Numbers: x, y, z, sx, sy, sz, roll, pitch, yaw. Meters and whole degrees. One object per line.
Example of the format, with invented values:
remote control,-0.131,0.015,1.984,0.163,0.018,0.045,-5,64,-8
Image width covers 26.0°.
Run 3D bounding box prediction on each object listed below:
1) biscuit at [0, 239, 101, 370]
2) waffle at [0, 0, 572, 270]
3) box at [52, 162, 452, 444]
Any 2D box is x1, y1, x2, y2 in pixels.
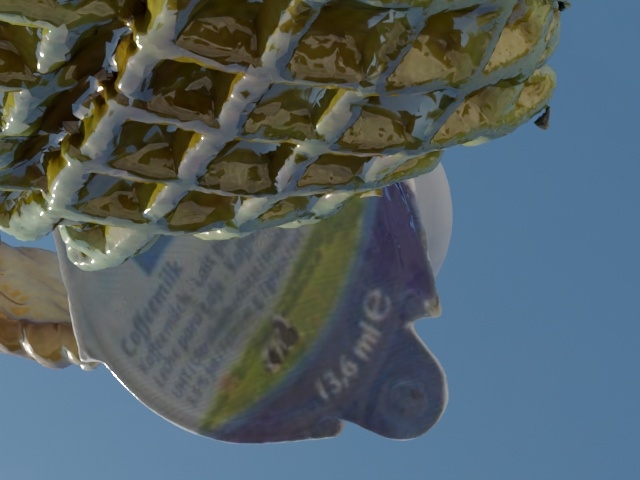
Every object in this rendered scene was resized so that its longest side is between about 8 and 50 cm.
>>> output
biscuit,-0.202,0.055,1.027,0.183,0.118,0.061,14,-60,21
waffle,-0.030,-0.056,0.398,0.208,0.214,0.054,-14,-115,15
box,0.000,0.000,0.956,0.291,0.206,0.262,34,-68,14
